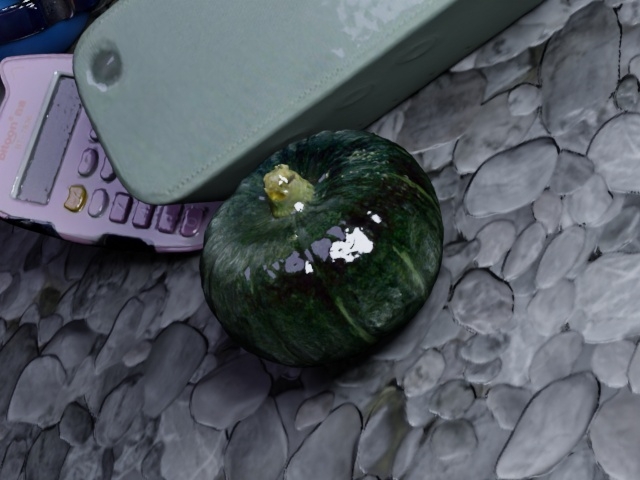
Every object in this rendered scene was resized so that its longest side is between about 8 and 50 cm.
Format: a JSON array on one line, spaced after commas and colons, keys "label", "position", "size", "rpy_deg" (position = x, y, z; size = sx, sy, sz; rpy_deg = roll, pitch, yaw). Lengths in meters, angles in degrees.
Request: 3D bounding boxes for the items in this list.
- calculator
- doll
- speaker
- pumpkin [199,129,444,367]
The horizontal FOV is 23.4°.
[{"label": "calculator", "position": [-0.196, -0.083, 1.499], "size": [0.294, 0.043, 0.194], "rpy_deg": [11, 71, 15]}, {"label": "doll", "position": [-0.367, -0.333, 1.798], "size": [0.284, 0.240, 0.310], "rpy_deg": [-1, 42, 14]}, {"label": "speaker", "position": [0.003, -0.190, 1.311], "size": [0.406, 0.184, 0.183], "rpy_deg": [-34, 74, 23]}, {"label": "pumpkin", "position": [0.000, 0.003, 1.235], "size": [0.211, 0.152, 0.211], "rpy_deg": [-22, 48, 26]}]
